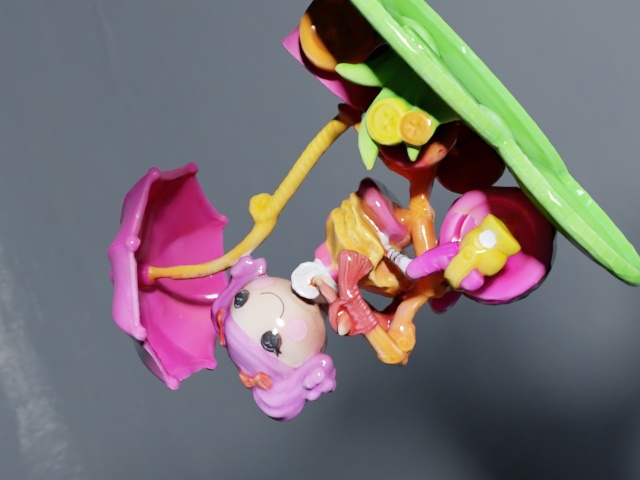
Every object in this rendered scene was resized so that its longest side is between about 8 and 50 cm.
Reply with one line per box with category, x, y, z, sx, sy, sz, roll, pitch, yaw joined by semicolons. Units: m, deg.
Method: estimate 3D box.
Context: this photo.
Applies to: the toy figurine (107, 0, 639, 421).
toy figurine;0.000;0.000;0.436;0.159;0.130;0.173;-44;67;16
